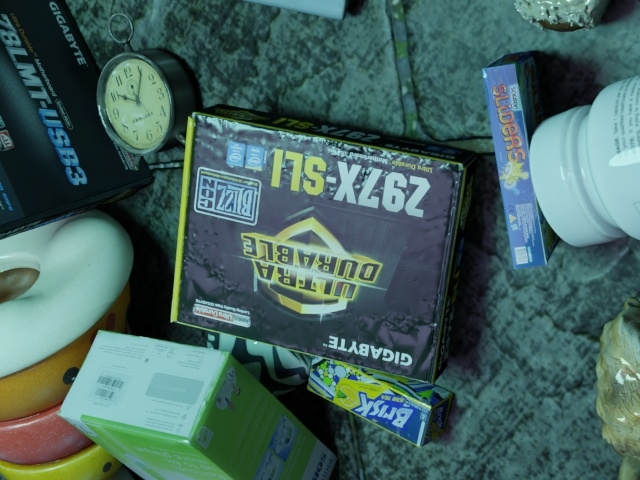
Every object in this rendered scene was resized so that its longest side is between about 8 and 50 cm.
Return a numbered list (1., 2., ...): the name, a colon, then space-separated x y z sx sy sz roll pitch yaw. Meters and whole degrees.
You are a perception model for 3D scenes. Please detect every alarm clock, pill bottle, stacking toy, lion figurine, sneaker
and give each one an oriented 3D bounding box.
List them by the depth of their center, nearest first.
1. pill bottle: 0.348 -0.088 1.292 0.283 0.160 0.160 -16 95 38
2. lion figurine: 0.399 0.245 1.358 0.142 0.240 0.392 -34 98 28
3. alarm clock: -0.221 -0.192 1.744 0.129 0.064 0.192 -15 97 39
4. sneaker: -0.121 0.114 1.747 0.235 0.094 0.153 44 118 5
5. stacking toy: -0.351 0.218 1.871 0.351 0.350 0.480 8 132 35

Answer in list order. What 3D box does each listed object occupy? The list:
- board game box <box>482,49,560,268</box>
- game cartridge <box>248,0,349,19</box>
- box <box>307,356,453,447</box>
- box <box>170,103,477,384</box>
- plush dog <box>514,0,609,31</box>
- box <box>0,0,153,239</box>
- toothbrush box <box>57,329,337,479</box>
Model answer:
1. board game box: 0.206 -0.085 1.413 0.035 0.136 0.201 -7 101 18
2. game cartridge: -0.043 -0.398 1.502 0.198 0.062 0.297 10 114 0
3. box: 0.069 0.178 1.653 0.169 0.054 0.059 25 117 29
4. box: 0.000 0.000 1.574 0.322 0.079 0.257 13 107 16
5. plush dog: 0.188 -0.344 1.318 0.225 0.262 0.210 25 85 18
6. box: -0.384 -0.159 1.730 0.073 0.293 0.295 -28 86 40
7. toothbrush box: -0.142 0.236 1.688 0.206 0.122 0.283 7 153 34
